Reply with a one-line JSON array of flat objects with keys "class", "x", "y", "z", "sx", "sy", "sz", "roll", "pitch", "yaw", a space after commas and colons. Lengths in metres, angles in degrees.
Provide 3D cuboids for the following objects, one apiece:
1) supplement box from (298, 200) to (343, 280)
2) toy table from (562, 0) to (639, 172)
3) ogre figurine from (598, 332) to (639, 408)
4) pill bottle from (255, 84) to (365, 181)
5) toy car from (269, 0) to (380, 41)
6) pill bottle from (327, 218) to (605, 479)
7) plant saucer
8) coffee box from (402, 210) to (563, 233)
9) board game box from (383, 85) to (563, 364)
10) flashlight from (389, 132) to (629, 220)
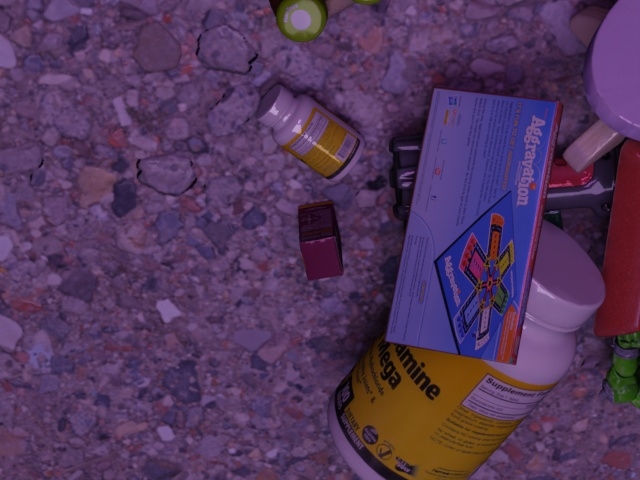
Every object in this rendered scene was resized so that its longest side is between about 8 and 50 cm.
[{"class": "supplement box", "x": 0.000, "y": 0.000, "z": 2.055, "sx": 0.043, "sy": 0.083, "sz": 0.055, "roll": -10, "pitch": 120, "yaw": 4}, {"class": "toy table", "x": 0.366, "y": -0.173, "z": 1.864, "sx": 0.274, "sy": 0.252, "sz": 0.161, "roll": -22, "pitch": 164, "yaw": -20}, {"class": "ogre figurine", "x": 0.413, "y": 0.158, "z": 2.155, "sx": 0.197, "sy": 0.097, "sz": 0.118, "roll": 0, "pitch": 132, "yaw": -46}, {"class": "pill bottle", "x": -0.013, "y": -0.121, "z": 1.991, "sx": 0.116, "sy": 0.065, "sz": 0.065, "roll": 35, "pitch": 114, "yaw": -20}, {"class": "toy car", "x": -0.017, "y": -0.320, "z": 1.830, "sx": 0.149, "sy": 0.155, "sz": 0.188, "roll": -29, "pitch": 106, "yaw": 15}, {"class": "pill bottle", "x": 0.167, "y": 0.132, "z": 2.036, "sx": 0.188, "sy": 0.188, "sz": 0.334, "roll": 27, "pitch": 122, "yaw": -17}, {"class": "plant saucer", "x": 0.439, "y": -0.014, "z": 2.022, "sx": 0.258, "sy": 0.048, "sz": 0.259, "roll": -13, "pitch": 124, "yaw": -25}, {"class": "coffee box", "x": 0.193, "y": 0.014, "z": 2.094, "sx": 0.184, "sy": 0.040, "sz": 0.113, "roll": -10, "pitch": 124, "yaw": 4}, {"class": "board game box", "x": 0.163, "y": -0.018, "z": 1.910, "sx": 0.145, "sy": 0.027, "sz": 0.281, "roll": 9, "pitch": 85, "yaw": 25}, {"class": "flashlight", "x": 0.231, "y": -0.080, "z": 2.012, "sx": 0.304, "sy": 0.103, "sz": 0.103, "roll": -6, "pitch": 149, "yaw": -3}]
